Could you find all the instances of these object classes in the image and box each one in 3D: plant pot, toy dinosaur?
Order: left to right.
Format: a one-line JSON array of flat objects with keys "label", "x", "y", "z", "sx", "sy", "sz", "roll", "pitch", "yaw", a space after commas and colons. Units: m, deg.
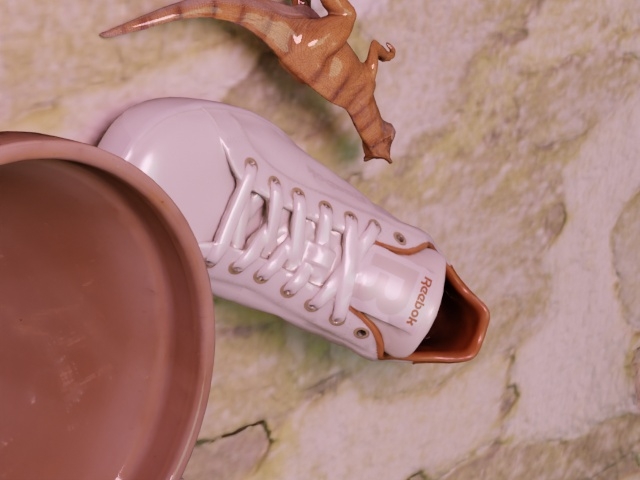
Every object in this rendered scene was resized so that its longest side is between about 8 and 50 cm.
[{"label": "plant pot", "x": -0.170, "y": 0.060, "z": 0.761, "sx": 0.237, "sy": 0.110, "sz": 0.237, "roll": -17, "pitch": 114, "yaw": -44}, {"label": "toy dinosaur", "x": -0.009, "y": -0.115, "z": 0.911, "sx": 0.211, "sy": 0.064, "sz": 0.112, "roll": 32, "pitch": 67, "yaw": -38}]

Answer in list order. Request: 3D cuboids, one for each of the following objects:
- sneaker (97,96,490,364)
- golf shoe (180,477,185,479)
[{"label": "sneaker", "x": 0.000, "y": 0.000, "z": 0.924, "sx": 0.290, "sy": 0.123, "sz": 0.105, "roll": 26, "pitch": 85, "yaw": -47}, {"label": "golf shoe", "x": -0.115, "y": 0.212, "z": 0.910, "sx": 0.176, "sy": 0.069, "sz": 0.086, "roll": -36, "pitch": 133, "yaw": -34}]
